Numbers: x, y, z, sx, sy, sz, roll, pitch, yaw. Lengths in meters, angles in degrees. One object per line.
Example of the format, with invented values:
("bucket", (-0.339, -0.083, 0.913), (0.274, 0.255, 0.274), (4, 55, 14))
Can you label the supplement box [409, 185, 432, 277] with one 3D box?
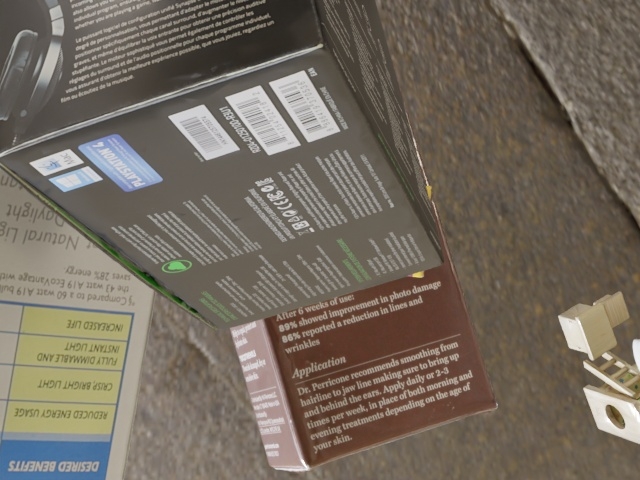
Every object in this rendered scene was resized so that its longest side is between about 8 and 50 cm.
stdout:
("supplement box", (0.035, -0.009, 0.868), (0.083, 0.055, 0.043), (6, 135, 8))

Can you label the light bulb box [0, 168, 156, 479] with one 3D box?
("light bulb box", (-0.302, 0.000, 0.770), (0.357, 0.225, 0.361), (9, 94, -32))

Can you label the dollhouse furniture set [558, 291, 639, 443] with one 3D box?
("dollhouse furniture set", (0.394, 0.116, 1.420), (0.182, 0.101, 0.161), (-29, 107, -20))

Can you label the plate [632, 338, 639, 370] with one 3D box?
("plate", (0.420, 0.200, 1.069), (0.277, 0.278, 0.045), (43, 80, -15))

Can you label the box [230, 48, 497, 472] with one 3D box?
("box", (0.000, 0.000, 1.122), (0.191, 0.143, 0.381), (-14, 86, -18))

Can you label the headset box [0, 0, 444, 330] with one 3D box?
("headset box", (-0.055, -0.134, 0.576), (0.131, 0.283, 0.246), (-17, 158, 9))
